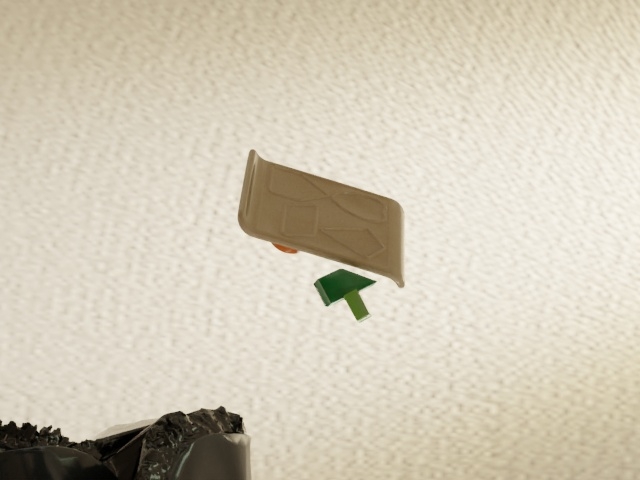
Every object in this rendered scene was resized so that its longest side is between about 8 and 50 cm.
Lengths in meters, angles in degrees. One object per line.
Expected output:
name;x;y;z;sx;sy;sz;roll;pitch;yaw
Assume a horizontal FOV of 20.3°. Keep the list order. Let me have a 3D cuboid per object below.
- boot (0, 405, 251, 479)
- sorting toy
boot;-0.028;0.171;0.712;0.094;0.246;0.207;-20;-112;54
sorting toy;0.000;0.000;0.604;0.062;0.083;0.012;21;-63;-8
